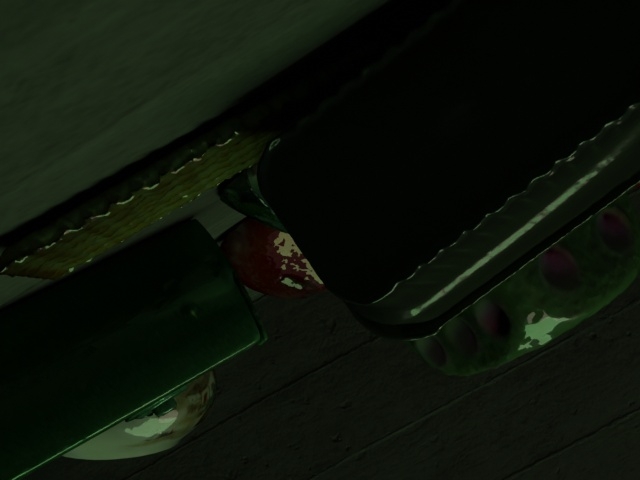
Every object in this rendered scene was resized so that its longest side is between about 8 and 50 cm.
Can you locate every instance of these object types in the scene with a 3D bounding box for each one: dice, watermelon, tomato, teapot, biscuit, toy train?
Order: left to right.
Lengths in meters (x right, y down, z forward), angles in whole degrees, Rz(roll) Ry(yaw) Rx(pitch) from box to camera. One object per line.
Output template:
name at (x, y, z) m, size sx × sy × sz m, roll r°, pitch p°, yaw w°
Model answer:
toy train at (-0.198, 0.106, 0.830) m, size 0.300 × 0.120 × 0.202 m, roll -28°, pitch 173°, yaw -30°
teapot at (-0.204, 0.133, 1.089) m, size 0.204 × 0.139 × 0.298 m, roll -3°, pitch -175°, yaw 10°
biscuit at (-0.062, -0.042, 0.601) m, size 0.231 × 0.016 × 0.139 m, roll -30°, pitch 177°, yaw -3°
watermelon at (-0.028, -0.036, 0.798) m, size 0.101 × 0.080 × 0.155 m, roll 7°, pitch -164°, yaw 23°
tomato at (0.000, 0.000, 1.095) m, size 0.173 × 0.099 × 0.189 m, roll -29°, pitch 176°, yaw 27°
dice at (0.271, 0.006, 1.691) m, size 0.330 × 0.318 × 0.322 m, roll -29°, pitch 176°, yaw -34°

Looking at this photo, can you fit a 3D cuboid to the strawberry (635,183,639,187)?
strawberry at (0.381, -0.147, 1.475) m, size 0.187 × 0.201 × 0.184 m, roll -48°, pitch -158°, yaw -19°

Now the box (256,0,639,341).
box at (0.088, -0.061, 0.578) m, size 0.274 × 0.138 × 0.178 m, roll -39°, pitch 169°, yaw 13°
